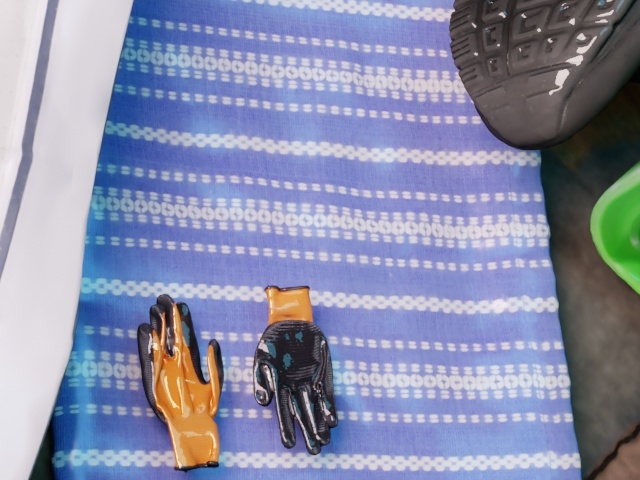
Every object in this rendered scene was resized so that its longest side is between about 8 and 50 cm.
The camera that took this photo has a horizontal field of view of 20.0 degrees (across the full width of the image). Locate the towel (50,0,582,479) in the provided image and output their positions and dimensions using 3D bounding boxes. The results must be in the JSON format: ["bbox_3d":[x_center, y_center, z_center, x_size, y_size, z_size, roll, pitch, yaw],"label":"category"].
[{"bbox_3d":[0.000,0.000,0.793,0.243,0.040,0.336,4,68,-23],"label":"towel"}]

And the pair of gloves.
[{"bbox_3d":[-0.033,0.055,0.739,0.083,0.010,0.074,-4,71,-25],"label":"pair of gloves"}]

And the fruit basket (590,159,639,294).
[{"bbox_3d":[0.295,0.076,0.783,0.392,0.283,0.392,21,50,-28],"label":"fruit basket"}]

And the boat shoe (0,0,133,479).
[{"bbox_3d":[-0.164,-0.027,0.664,0.156,0.136,0.367,15,72,-15],"label":"boat shoe"}]

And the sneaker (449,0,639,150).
[{"bbox_3d":[0.158,-0.120,0.855,0.286,0.109,0.130,-53,124,-41],"label":"sneaker"}]
